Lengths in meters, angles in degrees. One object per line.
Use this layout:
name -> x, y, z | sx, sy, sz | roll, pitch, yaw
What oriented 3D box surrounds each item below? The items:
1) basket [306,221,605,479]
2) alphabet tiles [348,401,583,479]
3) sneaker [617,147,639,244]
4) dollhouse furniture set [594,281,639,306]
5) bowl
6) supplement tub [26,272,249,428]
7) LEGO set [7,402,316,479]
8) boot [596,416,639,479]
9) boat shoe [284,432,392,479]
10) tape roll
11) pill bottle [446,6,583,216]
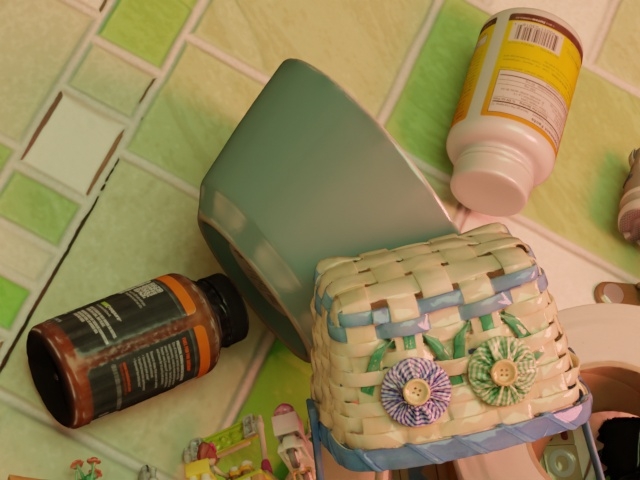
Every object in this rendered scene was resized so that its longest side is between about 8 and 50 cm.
basket -> 0.104, 0.148, 1.540 | 0.255, 0.201, 0.289 | -15, 113, -5
alphabet tiles -> 0.151, 0.228, 1.779 | 0.237, 0.009, 0.198 | -1, 65, -19
sneaker -> 0.462, -0.039, 1.964 | 0.281, 0.105, 0.115 | 15, 56, -15
dollhouse furniture set -> 0.358, 0.046, 1.858 | 0.123, 0.151, 0.144 | 7, 61, -16
bowl -> 0.000, 0.000, 1.696 | 0.163, 0.311, 0.311 | -38, 82, -11
supplement tub -> -0.166, 0.095, 1.674 | 0.198, 0.106, 0.106 | -21, 74, -27
LEGO set -> -0.144, 0.208, 1.631 | 0.287, 0.132, 0.107 | -10, 50, 1
boot -> 0.320, 0.223, 1.779 | 0.045, 0.121, 0.099 | 13, 70, -28
boat shoe -> 0.016, 0.318, 1.656 | 0.099, 0.116, 0.319 | 51, 38, -43
tape roll -> 0.271, 0.202, 1.699 | 0.286, 0.100, 0.286 | -6, 55, 9
pill bottle -> 0.204, -0.135, 1.911 | 0.117, 0.117, 0.215 | 24, 60, -8
